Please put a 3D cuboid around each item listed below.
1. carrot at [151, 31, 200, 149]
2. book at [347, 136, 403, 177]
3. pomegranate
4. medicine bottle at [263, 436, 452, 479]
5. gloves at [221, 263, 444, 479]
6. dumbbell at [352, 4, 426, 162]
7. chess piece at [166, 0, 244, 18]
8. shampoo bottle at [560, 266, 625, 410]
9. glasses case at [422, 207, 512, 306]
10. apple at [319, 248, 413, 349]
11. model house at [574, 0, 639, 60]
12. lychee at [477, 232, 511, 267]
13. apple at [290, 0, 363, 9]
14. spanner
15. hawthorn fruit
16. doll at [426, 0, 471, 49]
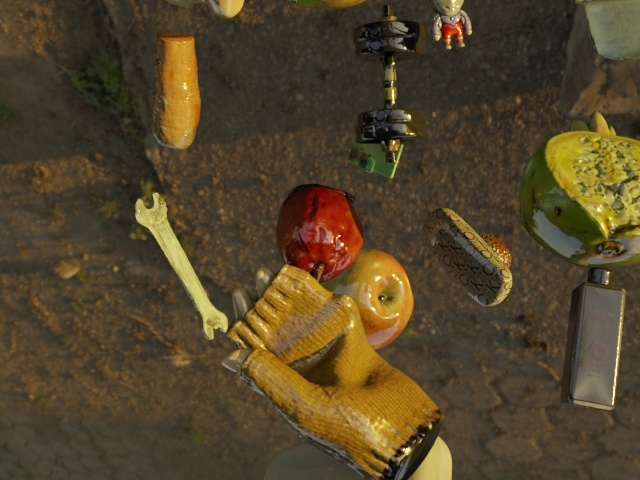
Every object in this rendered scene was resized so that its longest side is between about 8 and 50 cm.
[{"bbox_3d":[-0.383,-0.392,1.835,0.139,0.138,0.302,14,116,8],"label":"carrot"},{"bbox_3d":[0.148,-0.234,1.885,0.135,0.017,0.103,23,107,18],"label":"book"},{"bbox_3d":[0.542,-0.087,1.364,0.310,0.358,0.216,7,132,3],"label":"pomegranate"},{"bbox_3d":[0.038,0.441,1.129,0.375,0.282,0.123,-25,128,38],"label":"medicine bottle"},{"bbox_3d":[0.001,0.187,0.951,0.356,0.203,0.155,45,143,12],"label":"gloves"},{"bbox_3d":[0.172,-0.388,1.719,0.185,0.185,0.388,-1,95,23],"label":"dumbbell"},{"bbox_3d":[-0.232,-0.409,0.990,0.307,0.124,0.139,38,118,16],"label":"chess piece"},{"bbox_3d":[0.481,0.169,1.212,0.080,0.246,0.079,9,167,9],"label":"shampoo bottle"},{"bbox_3d":[0.428,0.044,2.039,0.085,0.354,0.137,-4,133,-37],"label":"glasses case"},{"bbox_3d":[0.132,0.181,2.096,0.319,0.319,0.277,33,166,-13],"label":"apple"},{"bbox_3d":[0.778,-0.591,1.573,0.321,0.266,0.261,2,160,32],"label":"model house"},{"bbox_3d":[0.525,0.069,2.184,0.165,0.197,0.165,-12,151,-7],"label":"lychee"},{"bbox_3d":[0.035,-0.679,1.517,0.340,0.339,0.339,12,138,11],"label":"apple"},{"bbox_3d":[-0.244,0.051,1.223,0.017,0.071,0.302,-6,118,37],"label":"spanner"},{"bbox_3d":[0.000,0.000,1.436,0.190,0.251,0.189,-4,136,-4],"label":"hawthorn fruit"},{"bbox_3d":[0.289,-0.555,1.586,0.102,0.075,0.227,-9,96,-6],"label":"doll"}]
